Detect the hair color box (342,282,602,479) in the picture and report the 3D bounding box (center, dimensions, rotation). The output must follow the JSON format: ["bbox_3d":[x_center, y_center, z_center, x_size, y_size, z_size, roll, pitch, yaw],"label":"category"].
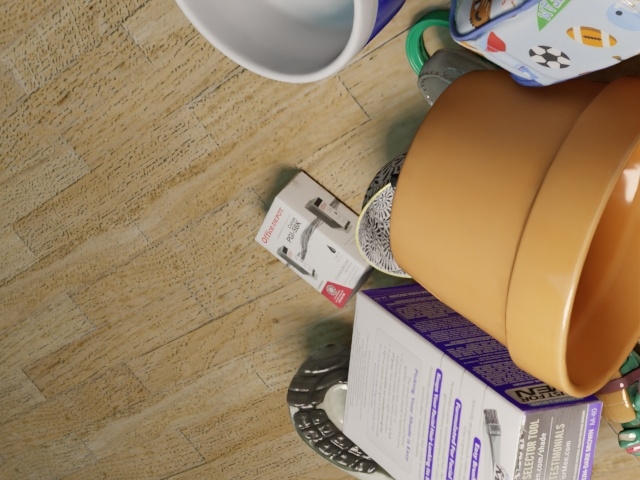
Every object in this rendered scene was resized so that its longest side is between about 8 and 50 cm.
[{"bbox_3d":[0.155,0.192,2.047,0.339,0.110,0.185,38,128,55],"label":"hair color box"}]

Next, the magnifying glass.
[{"bbox_3d":[0.175,-0.196,1.874,0.231,0.026,0.092,-7,121,49],"label":"magnifying glass"}]

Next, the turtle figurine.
[{"bbox_3d":[0.302,0.157,2.014,0.175,0.118,0.234,-21,95,37],"label":"turtle figurine"}]

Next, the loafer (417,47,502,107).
[{"bbox_3d":[0.204,-0.053,1.874,0.319,0.111,0.112,47,161,-3],"label":"loafer"}]

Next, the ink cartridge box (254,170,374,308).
[{"bbox_3d":[0.000,0.000,2.199,0.135,0.056,0.099,38,144,8],"label":"ink cartridge box"}]

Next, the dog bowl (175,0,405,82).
[{"bbox_3d":[-0.039,-0.297,1.911,0.265,0.104,0.265,26,140,24],"label":"dog bowl"}]

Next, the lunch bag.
[{"bbox_3d":[0.245,-0.265,1.559,0.115,0.243,0.303,31,155,-26],"label":"lunch bag"}]

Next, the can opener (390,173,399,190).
[{"bbox_3d":[0.152,-0.031,1.932,0.186,0.073,0.059,33,127,-29],"label":"can opener"}]

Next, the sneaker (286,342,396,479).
[{"bbox_3d":[0.126,0.282,2.327,0.410,0.158,0.182,45,175,-3],"label":"sneaker"}]

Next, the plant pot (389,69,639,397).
[{"bbox_3d":[0.197,-0.030,1.706,0.203,0.291,0.291,23,138,23],"label":"plant pot"}]

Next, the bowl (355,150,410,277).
[{"bbox_3d":[0.112,-0.046,2.005,0.170,0.170,0.080,93,166,-45],"label":"bowl"}]
